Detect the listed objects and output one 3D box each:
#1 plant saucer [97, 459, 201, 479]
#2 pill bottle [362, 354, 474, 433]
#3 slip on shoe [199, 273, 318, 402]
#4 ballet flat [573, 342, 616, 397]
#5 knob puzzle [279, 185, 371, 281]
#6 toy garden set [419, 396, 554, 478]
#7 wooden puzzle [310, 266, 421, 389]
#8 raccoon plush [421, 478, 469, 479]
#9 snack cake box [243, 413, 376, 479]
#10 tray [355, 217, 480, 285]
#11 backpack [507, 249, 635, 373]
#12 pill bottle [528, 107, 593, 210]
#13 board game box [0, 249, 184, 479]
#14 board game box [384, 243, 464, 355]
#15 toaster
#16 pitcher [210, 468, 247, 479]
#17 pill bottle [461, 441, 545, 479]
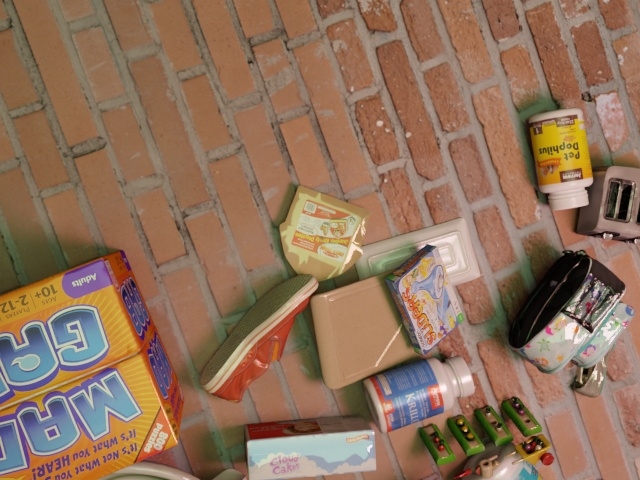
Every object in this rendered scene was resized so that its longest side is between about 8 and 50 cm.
[{"bbox_3d":[-0.370,0.560,1.662,0.400,0.100,0.400,-1,124,-1],"label":"plant saucer"},{"bbox_3d":[0.213,0.325,1.772,0.221,0.124,0.124,-19,94,-7],"label":"pill bottle"},{"bbox_3d":[-0.116,0.206,1.735,0.101,0.123,0.331,40,89,-22],"label":"slip on shoe"},{"bbox_3d":[0.626,0.250,1.856,0.068,0.072,0.213,16,90,-4],"label":"ballet flat"},{"bbox_3d":[0.000,0.000,1.782,0.213,0.030,0.213,0,91,-9],"label":"knob puzzle"},{"bbox_3d":[0.360,0.425,1.755,0.244,0.204,0.049,-16,118,-8],"label":"toy garden set"},{"bbox_3d":[0.100,0.185,1.760,0.238,0.044,0.221,-16,109,-20],"label":"wooden puzzle"},{"bbox_3d":[0.258,0.710,1.701,0.216,0.299,0.446,0,92,-8],"label":"raccoon plush"},{"bbox_3d":[-0.026,0.435,1.728,0.264,0.152,0.089,-3,92,-8],"label":"snack cake box"},{"bbox_3d":[0.216,0.052,1.814,0.270,0.030,0.145,-16,93,-7],"label":"tray"},{"bbox_3d":[0.530,0.170,1.765,0.191,0.225,0.253,42,90,-2],"label":"backpack"},{"bbox_3d":[0.533,-0.179,1.808,0.117,0.117,0.215,-10,93,-8],"label":"pill bottle"},{"bbox_3d":[-0.493,0.250,1.555,0.356,0.356,0.356,-22,94,-7],"label":"board game box"},{"bbox_3d":[0.226,0.128,1.759,0.136,0.035,0.201,-38,119,-24],"label":"board game box"},{"bbox_3d":[0.681,-0.085,1.835,0.168,0.110,0.186,10,90,-9],"label":"toaster"},{"bbox_3d":[-0.144,0.588,1.705,0.125,0.178,0.207,-27,94,-30],"label":"pitcher"},{"bbox_3d":[0.443,0.578,1.801,0.146,0.146,0.264,-41,97,-5],"label":"pill bottle"}]
